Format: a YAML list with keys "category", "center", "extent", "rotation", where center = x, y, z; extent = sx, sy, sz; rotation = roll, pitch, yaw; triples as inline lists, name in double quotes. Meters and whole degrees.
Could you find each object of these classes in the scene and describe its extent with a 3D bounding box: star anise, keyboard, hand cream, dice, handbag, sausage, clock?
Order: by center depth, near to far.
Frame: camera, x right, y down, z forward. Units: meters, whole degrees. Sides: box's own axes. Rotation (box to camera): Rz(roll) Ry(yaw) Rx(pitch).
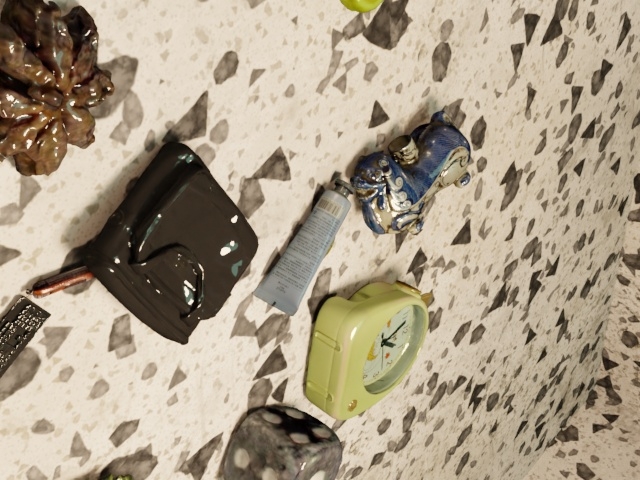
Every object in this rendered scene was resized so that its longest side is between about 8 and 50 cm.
- category: "star anise"
  center: [-0.336, -0.176, 0.950]
  extent: [0.236, 0.109, 0.223]
  rotation: [14, 106, -57]
- category: "keyboard"
  center: [-0.453, 0.169, 1.116]
  extent: [0.196, 0.015, 0.074]
  rotation: [-53, 146, -12]
- category: "sausage"
  center: [-0.336, 0.047, 1.173]
  extent: [0.198, 0.025, 0.028]
  rotation: [-22, 161, -43]
- category: "handbag"
  center: [-0.214, 0.014, 1.237]
  extent: [0.244, 0.088, 0.275]
  rotation: [-57, 148, -20]
- category: "hand cream"
  center: [-0.021, 0.007, 1.513]
  extent: [0.271, 0.091, 0.058]
  rotation: [-60, 166, -11]
- category: "dice"
  center: [-0.076, 0.456, 1.661]
  extent: [0.182, 0.183, 0.181]
  rotation: [8, 105, -55]
- category: "clock"
  center: [0.123, 0.223, 1.813]
  extent: [0.348, 0.117, 0.286]
  rotation: [-21, 129, -45]

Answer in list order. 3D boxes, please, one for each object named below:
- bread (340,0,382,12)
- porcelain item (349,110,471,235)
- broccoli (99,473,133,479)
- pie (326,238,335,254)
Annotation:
- category: "bread"
  center: [0.071, -0.445, 1.313]
  extent: [0.130, 0.071, 0.139]
  rotation: [-43, 144, -20]
- category: "porcelain item"
  center: [0.180, -0.144, 1.633]
  extent: [0.288, 0.138, 0.186]
  rotation: [-44, 125, -17]
- category: "broccoli"
  center: [-0.349, 0.547, 1.345]
  extent: [0.242, 0.273, 0.180]
  rotation: [-6, 151, -49]
- category: "pie"
  center: [0.001, -0.001, 1.581]
  extent: [0.084, 0.021, 0.084]
  rotation: [-27, 129, -39]
